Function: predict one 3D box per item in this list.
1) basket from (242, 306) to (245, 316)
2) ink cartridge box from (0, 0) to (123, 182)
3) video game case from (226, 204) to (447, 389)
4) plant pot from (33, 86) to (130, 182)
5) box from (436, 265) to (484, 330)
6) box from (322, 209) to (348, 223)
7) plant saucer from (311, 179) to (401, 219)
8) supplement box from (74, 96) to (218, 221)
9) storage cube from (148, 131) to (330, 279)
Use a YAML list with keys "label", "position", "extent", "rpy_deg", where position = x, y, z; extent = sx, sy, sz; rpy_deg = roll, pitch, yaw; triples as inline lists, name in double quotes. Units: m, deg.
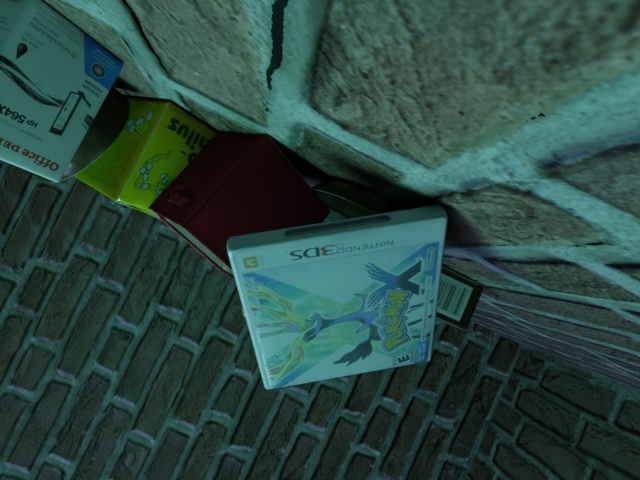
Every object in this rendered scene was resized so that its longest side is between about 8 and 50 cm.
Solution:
- label: "basket"
  position: [0.024, 0.086, 0.873]
  extent: [0.213, 0.300, 0.222]
  rpy_deg: [-104, -8, -51]
- label: "ink cartridge box"
  position: [-0.391, -0.201, 0.632]
  extent: [0.086, 0.203, 0.148]
  rpy_deg: [24, 176, 26]
- label: "video game case"
  position: [0.036, 0.105, 0.727]
  extent: [0.301, 0.328, 0.036]
  rpy_deg: [-9, -140, -4]
- label: "plant pot"
  position: [-0.482, -0.249, 0.767]
  extent: [0.216, 0.215, 0.230]
  rpy_deg: [23, 161, 36]
- label: "box"
  position: [0.290, 0.138, 1.374]
  extent: [0.191, 0.143, 0.381]
  rpy_deg: [25, 175, -9]
- label: "box"
  position: [0.069, -0.008, 1.044]
  extent: [0.203, 0.103, 0.114]
  rpy_deg: [28, 176, -33]
- label: "plant saucer"
  position: [0.074, -0.060, 0.826]
  extent: [0.199, 0.036, 0.198]
  rpy_deg: [25, 175, 2]
- label: "supplement box"
  position: [-0.349, -0.162, 0.961]
  extent: [0.357, 0.195, 0.194]
  rpy_deg: [22, 175, 45]
- label: "storage cube"
  position: [-0.138, -0.051, 0.803]
  extent: [0.184, 0.193, 0.215]
  rpy_deg: [20, 158, 53]
